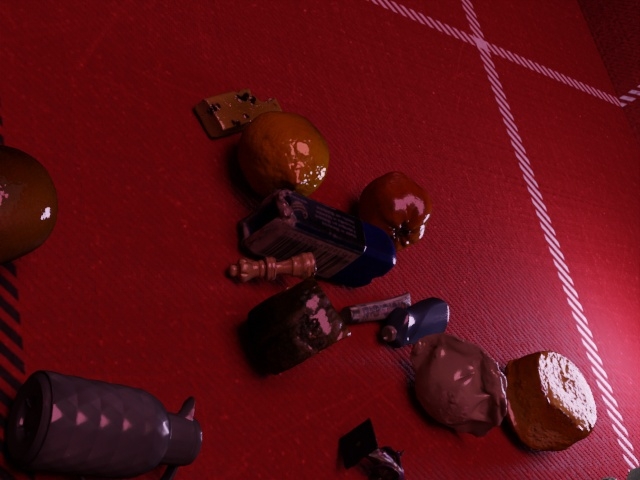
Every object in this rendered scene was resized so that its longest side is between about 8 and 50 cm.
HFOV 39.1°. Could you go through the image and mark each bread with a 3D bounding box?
[{"bbox_3d":[0.549,0.384,2.180,0.268,0.146,0.268,29,42,-30],"label":"bread"},{"bbox_3d":[-0.175,-0.288,1.985,0.226,0.049,0.088,-29,85,-51],"label":"bread"}]

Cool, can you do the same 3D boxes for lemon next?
[{"bbox_3d":[-0.081,-0.177,1.889,0.188,0.188,0.256,24,19,-33],"label":"lemon"}]

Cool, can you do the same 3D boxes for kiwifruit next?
[{"bbox_3d":[-0.521,-0.051,1.361,0.234,0.196,0.196,-14,74,-44],"label":"kiwifruit"}]

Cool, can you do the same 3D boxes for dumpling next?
[{"bbox_3d":[0.302,0.307,1.942,0.258,0.193,0.147,52,35,0],"label":"dumpling"}]

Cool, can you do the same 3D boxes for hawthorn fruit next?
[{"bbox_3d":[0.173,-0.071,2.095,0.189,0.189,0.189,25,48,-32],"label":"hawthorn fruit"}]

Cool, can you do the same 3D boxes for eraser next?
[{"bbox_3d":[0.000,0.000,1.879,0.332,0.155,0.101,19,50,-36],"label":"eraser"}]

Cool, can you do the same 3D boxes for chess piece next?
[{"bbox_3d":[-0.098,0.054,1.784,0.172,0.060,0.060,-2,62,-16],"label":"chess piece"}]

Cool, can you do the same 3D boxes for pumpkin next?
[{"bbox_3d":[-0.012,0.145,1.739,0.281,0.190,0.139,-25,82,-51],"label":"pumpkin"}]

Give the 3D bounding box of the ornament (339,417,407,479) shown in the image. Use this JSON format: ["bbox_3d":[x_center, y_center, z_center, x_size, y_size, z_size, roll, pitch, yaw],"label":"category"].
[{"bbox_3d":[0.132,0.450,1.758,0.203,0.088,0.081,48,16,-22],"label":"ornament"}]

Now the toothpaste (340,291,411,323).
[{"bbox_3d":[0.133,0.154,1.999,0.239,0.039,0.062,-4,81,-48],"label":"toothpaste"}]

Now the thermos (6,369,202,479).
[{"bbox_3d":[-0.318,0.304,1.366,0.287,0.145,0.182,21,82,-37],"label":"thermos"}]

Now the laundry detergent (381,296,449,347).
[{"bbox_3d":[0.206,0.189,2.021,0.206,0.061,0.096,-12,116,-46],"label":"laundry detergent"}]

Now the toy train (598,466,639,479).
[{"bbox_3d":[0.724,0.652,2.096,0.166,0.238,0.299,54,40,-7],"label":"toy train"}]
